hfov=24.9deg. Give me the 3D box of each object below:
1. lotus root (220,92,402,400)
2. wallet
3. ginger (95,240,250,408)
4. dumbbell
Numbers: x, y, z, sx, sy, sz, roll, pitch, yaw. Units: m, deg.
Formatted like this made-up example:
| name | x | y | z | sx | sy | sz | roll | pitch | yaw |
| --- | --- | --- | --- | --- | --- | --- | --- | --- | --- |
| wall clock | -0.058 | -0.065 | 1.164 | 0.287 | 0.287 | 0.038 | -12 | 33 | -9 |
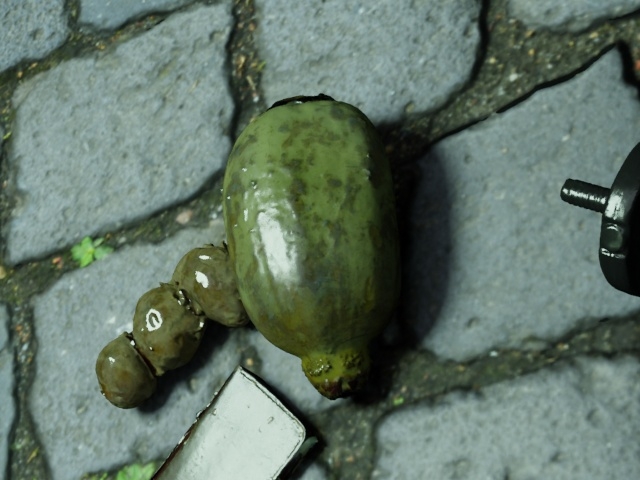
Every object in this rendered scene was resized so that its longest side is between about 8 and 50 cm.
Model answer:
| name | x | y | z | sx | sy | sz | roll | pitch | yaw |
| --- | --- | --- | --- | --- | --- | --- | --- | --- | --- |
| lotus root | 0.000 | 0.000 | 1.409 | 0.173 | 0.173 | 0.309 | -21 | 65 | 24 |
| wallet | -0.107 | 0.245 | 1.428 | 0.122 | 0.031 | 0.232 | 40 | 94 | 35 |
| ginger | -0.155 | 0.090 | 1.504 | 0.204 | 0.080 | 0.104 | -41 | 57 | 7 |
| dumbbell | 0.337 | -0.002 | 1.185 | 0.325 | 0.143 | 0.143 | 19 | 79 | 38 |
